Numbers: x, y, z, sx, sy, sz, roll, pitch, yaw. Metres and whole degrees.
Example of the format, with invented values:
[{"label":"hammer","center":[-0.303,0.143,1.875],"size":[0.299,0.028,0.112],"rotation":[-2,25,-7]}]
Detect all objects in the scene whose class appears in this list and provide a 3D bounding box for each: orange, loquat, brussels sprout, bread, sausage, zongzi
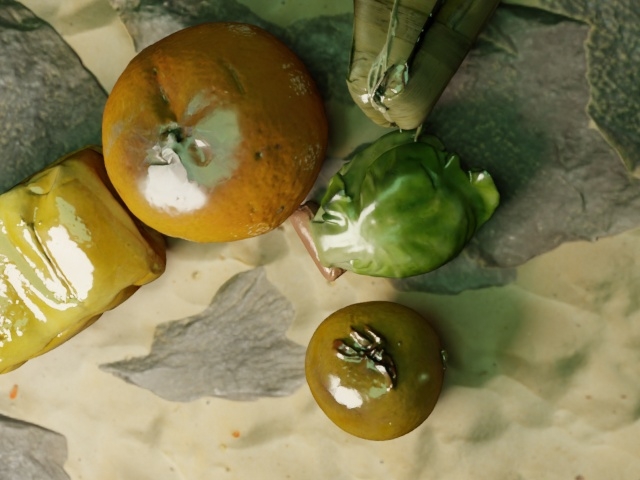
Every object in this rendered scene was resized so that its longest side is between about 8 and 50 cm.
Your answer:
[{"label":"orange","center":[-0.105,-0.104,1.603],"size":[0.224,0.170,0.224],"rotation":[4,101,19]},{"label":"loquat","center":[0.055,0.126,1.596],"size":[0.141,0.141,0.141],"rotation":[3,99,20]},{"label":"brussels sprout","center":[0.076,-0.026,1.586],"size":[0.181,0.100,0.139],"rotation":[-30,104,1]},{"label":"bread","center":[-0.305,0.033,1.713],"size":[0.294,0.132,0.167],"rotation":[-29,96,21]},{"label":"sausage","center":[0.000,0.000,1.651],"size":[0.034,0.034,0.083],"rotation":[-34,84,22]},{"label":"zongzi","center":[0.054,-0.217,1.555],"size":[0.197,0.099,0.194],"rotation":[26,82,23]}]
